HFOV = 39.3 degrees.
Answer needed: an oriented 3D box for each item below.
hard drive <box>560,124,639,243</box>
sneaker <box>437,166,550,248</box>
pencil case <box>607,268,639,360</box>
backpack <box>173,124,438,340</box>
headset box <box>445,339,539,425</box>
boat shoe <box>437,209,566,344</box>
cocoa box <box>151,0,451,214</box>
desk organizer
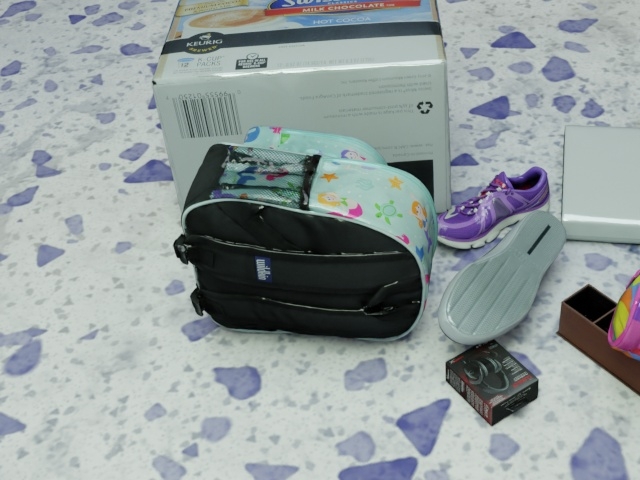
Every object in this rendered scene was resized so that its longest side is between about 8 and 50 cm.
[{"bbox_3d":[0.458,-0.068,1.108,0.308,0.040,0.203,4,42,13],"label":"hard drive"},{"bbox_3d":[0.206,-0.048,1.103,0.170,0.071,0.068,-25,44,-18],"label":"sneaker"},{"bbox_3d":[0.395,0.098,0.839,0.237,0.104,0.104,21,47,8],"label":"pencil case"},{"bbox_3d":[0.000,0.000,0.968,0.254,0.225,0.191,10,49,14],"label":"backpack"},{"bbox_3d":[0.177,0.145,0.916,0.062,0.032,0.083,-26,42,-19],"label":"headset box"},{"bbox_3d":[0.198,0.053,0.990,0.083,0.075,0.226,45,53,13],"label":"boat shoe"},{"bbox_3d":[-0.013,-0.179,1.163,0.347,0.231,0.227,-3,40,5],"label":"cocoa box"},{"bbox_3d":[0.309,0.105,0.927,0.047,0.050,0.130,-29,45,-22],"label":"desk organizer"}]
